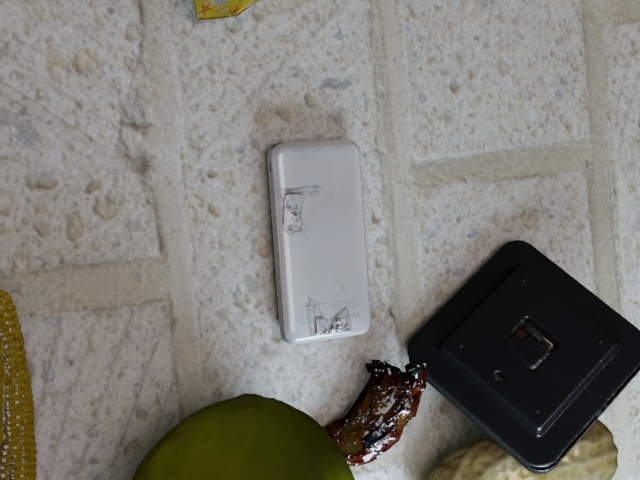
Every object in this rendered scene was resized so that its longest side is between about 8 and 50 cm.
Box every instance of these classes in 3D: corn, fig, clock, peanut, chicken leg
[{"bbox_3d":[-0.404,0.214,1.336,0.102,0.101,0.310,-1,91,-24],"label":"corn"},{"bbox_3d":[-0.099,0.356,1.364,0.344,0.343,0.343,-1,92,-24],"label":"fig"},{"bbox_3d":[0.308,0.162,1.593,0.279,0.049,0.273,40,72,18],"label":"clock"},{"bbox_3d":[0.300,0.346,1.622,0.325,0.153,0.140,-15,95,-13],"label":"peanut"},{"bbox_3d":[0.071,0.256,1.554,0.105,0.063,0.234,37,86,14],"label":"chicken leg"}]

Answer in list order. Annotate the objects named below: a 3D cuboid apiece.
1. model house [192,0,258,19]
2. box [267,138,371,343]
[{"bbox_3d":[-0.124,-0.424,1.434,0.219,0.207,0.136,-36,69,-9],"label":"model house"},{"bbox_3d":[0.000,0.000,1.534,0.142,0.044,0.284,-5,94,-26],"label":"box"}]
